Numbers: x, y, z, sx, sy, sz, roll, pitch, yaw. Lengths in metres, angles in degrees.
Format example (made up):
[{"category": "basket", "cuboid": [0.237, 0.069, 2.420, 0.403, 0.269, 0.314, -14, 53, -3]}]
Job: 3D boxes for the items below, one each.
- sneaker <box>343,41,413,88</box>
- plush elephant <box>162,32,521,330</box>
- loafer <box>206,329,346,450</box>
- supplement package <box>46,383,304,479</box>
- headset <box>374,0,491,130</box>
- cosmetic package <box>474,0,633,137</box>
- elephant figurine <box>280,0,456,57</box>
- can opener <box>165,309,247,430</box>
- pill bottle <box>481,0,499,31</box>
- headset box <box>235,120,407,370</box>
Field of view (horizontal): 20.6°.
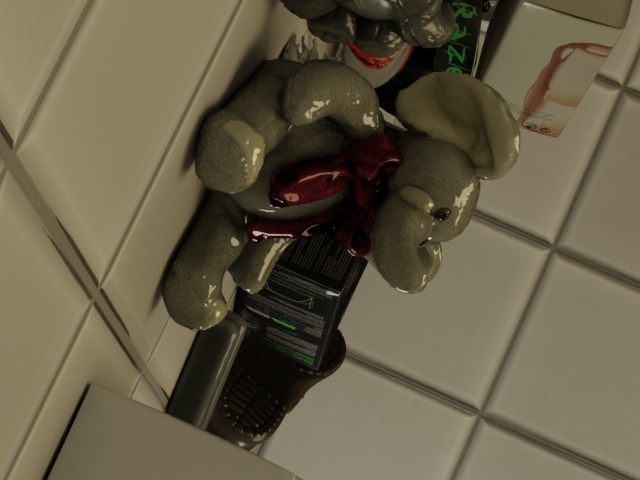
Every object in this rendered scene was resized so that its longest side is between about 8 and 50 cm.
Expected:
[{"category": "sneaker", "cuboid": [0.057, -0.248, 2.016, 0.145, 0.090, 0.270, -41, 170, -40]}, {"category": "plush elephant", "cuboid": [0.032, -0.047, 1.653, 0.330, 0.255, 0.272, -61, 173, -47]}, {"category": "loafer", "cuboid": [-0.087, 0.189, 2.428, 0.130, 0.134, 0.366, -42, 179, 33]}, {"category": "supplement package", "cuboid": [-0.143, 0.266, 1.601, 0.262, 0.199, 0.198, 80, 34, -81]}, {"category": "headset", "cuboid": [0.163, -0.272, 2.222, 0.394, 0.185, 0.243, -112, -150, -70]}, {"category": "cosmetic package", "cuboid": [0.283, -0.263, 2.139, 0.296, 0.129, 0.153, 109, -2, -69]}, {"category": "elephant figurine", "cuboid": [0.059, -0.299, 1.554, 0.169, 0.186, 0.239, 30, 68, -42]}, {"category": "can opener", "cuboid": [-0.144, 0.219, 2.070, 0.074, 0.093, 0.280, -39, 148, -77]}, {"category": "pill bottle", "cuboid": [0.260, -0.431, 2.521, 0.363, 0.210, 0.210, 81, 33, -80]}, {"category": "headset box", "cuboid": [0.000, 0.000, 2.262, 0.283, 0.131, 0.246, 103, 11, -65]}]
